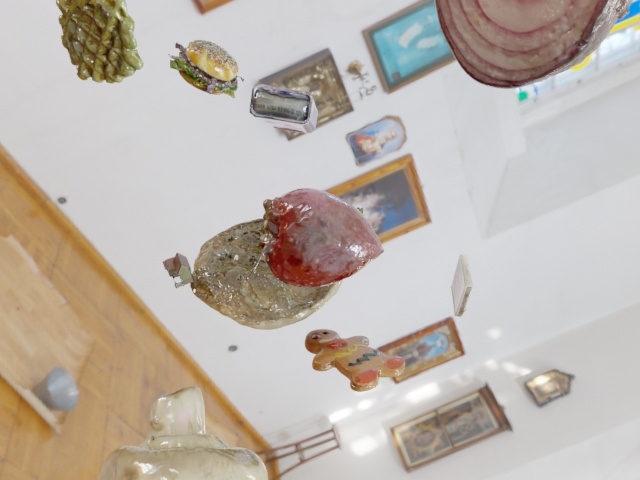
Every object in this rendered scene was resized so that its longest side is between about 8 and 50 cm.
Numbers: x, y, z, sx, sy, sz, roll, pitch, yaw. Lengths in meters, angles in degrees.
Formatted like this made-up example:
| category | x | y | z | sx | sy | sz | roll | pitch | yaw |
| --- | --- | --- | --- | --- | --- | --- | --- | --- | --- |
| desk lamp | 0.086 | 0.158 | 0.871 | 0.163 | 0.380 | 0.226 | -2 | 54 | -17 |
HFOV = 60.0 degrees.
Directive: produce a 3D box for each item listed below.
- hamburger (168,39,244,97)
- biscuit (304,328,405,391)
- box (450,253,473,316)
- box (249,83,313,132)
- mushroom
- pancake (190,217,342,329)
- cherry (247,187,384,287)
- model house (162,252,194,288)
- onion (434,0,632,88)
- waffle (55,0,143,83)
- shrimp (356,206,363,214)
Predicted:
| category | x | y | z | sx | sy | sz | roll | pitch | yaw |
| --- | --- | --- | --- | --- | --- | --- | --- | --- | --- |
| hamburger | -0.281 | -0.434 | 1.377 | 0.164 | 0.093 | 0.189 | 46 | 32 | 21 |
| biscuit | 0.058 | 0.254 | 1.255 | 0.250 | 0.165 | 0.036 | 23 | -59 | 46 |
| box | 0.419 | 0.135 | 1.646 | 0.198 | 0.029 | 0.109 | 83 | 6 | -57 |
| box | -0.110 | -0.426 | 1.813 | 0.370 | 0.190 | 0.112 | -80 | 178 | -84 |
| mushroom | -0.204 | 0.340 | 0.830 | 0.254 | 0.260 | 0.234 | 65 | 23 | -67 |
| pancake | -0.127 | 0.069 | 1.368 | 0.387 | 0.387 | 0.082 | -109 | -167 | -49 |
| cherry | 0.000 | 0.000 | 1.078 | 0.175 | 0.249 | 0.192 | 62 | 36 | -77 |
| model house | -0.329 | 0.061 | 1.276 | 0.083 | 0.057 | 0.058 | -127 | -160 | -54 |
| onion | 0.161 | -0.247 | 0.473 | 0.218 | 0.140 | 0.195 | 29 | -39 | 27 |
| waffle | -0.498 | -0.451 | 1.235 | 0.054 | 0.223 | 0.204 | -48 | 133 | -51 |
| shrimp | 0.071 | -0.031 | 1.211 | 0.059 | 0.023 | 0.108 | 48 | 55 | -58 |
